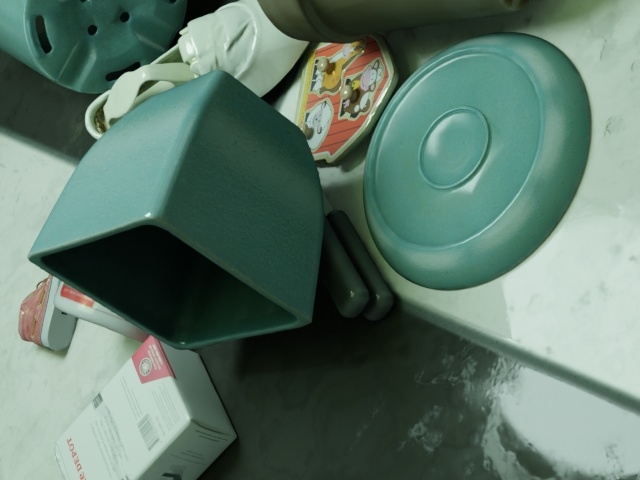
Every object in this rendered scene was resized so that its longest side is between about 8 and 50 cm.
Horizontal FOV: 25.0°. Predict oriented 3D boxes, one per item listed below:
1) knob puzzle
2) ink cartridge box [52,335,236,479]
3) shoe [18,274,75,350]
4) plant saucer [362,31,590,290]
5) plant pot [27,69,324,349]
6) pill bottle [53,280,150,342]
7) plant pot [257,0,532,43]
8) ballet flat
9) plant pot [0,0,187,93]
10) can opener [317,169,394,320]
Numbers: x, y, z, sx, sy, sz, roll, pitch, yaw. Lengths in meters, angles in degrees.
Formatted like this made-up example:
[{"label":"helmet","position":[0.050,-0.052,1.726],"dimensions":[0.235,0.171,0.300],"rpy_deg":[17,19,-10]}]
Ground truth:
[{"label":"knob puzzle","position":[0.025,-0.189,1.814],"dimensions":[0.213,0.030,0.213],"rpy_deg":[-30,49,42]},{"label":"ink cartridge box","position":[-0.226,0.255,1.828],"dimensions":[0.218,0.092,0.159],"rpy_deg":[-46,46,16]},{"label":"shoe","position":[-0.386,0.068,2.091],"dimensions":[0.081,0.063,0.178],"rpy_deg":[9,82,41]},{"label":"plant saucer","position":[0.162,-0.100,1.651],"dimensions":[0.317,0.043,0.318],"rpy_deg":[-22,57,37]},{"label":"plant pot","position":[-0.145,-0.049,1.687],"dimensions":[0.247,0.247,0.252],"rpy_deg":[-15,50,44]},{"label":"pill bottle","position":[-0.229,-0.015,1.906],"dimensions":[0.161,0.161,0.283],"rpy_deg":[15,82,47]},{"label":"plant pot","position":[0.113,-0.375,1.670],"dimensions":[0.280,0.323,0.323],"rpy_deg":[12,80,29]},{"label":"ballet flat","position":[-0.172,-0.226,1.958],"dimensions":[0.400,0.139,0.139],"rpy_deg":[-31,52,34]},{"label":"plant pot","position":[-0.380,-0.387,2.096],"dimensions":[0.341,0.341,0.334],"rpy_deg":[-58,43,7]},{"label":"can opener","position":[0.000,0.000,1.747],"dimensions":[0.093,0.074,0.280],"rpy_deg":[-62,41,27]}]
